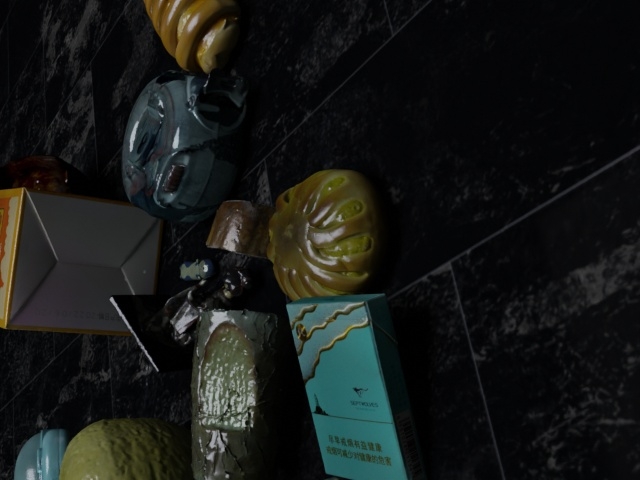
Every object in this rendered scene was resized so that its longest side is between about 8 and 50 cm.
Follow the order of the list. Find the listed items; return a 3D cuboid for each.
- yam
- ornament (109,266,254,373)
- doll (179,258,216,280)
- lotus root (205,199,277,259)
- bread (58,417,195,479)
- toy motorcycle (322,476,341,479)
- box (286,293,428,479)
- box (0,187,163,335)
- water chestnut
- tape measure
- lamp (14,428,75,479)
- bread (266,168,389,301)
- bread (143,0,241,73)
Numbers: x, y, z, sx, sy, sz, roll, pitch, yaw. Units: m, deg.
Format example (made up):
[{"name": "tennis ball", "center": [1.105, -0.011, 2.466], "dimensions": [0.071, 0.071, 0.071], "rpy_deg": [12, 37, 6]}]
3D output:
[{"name": "yam", "center": [-0.115, 0.220, 1.200], "dimensions": [0.154, 0.154, 0.254], "rpy_deg": [2, 90, 55]}, {"name": "ornament", "center": [-0.190, 0.093, 1.349], "dimensions": [0.196, 0.166, 0.153], "rpy_deg": [-41, 71, 18]}, {"name": "doll", "center": [-0.219, 0.053, 1.476], "dimensions": [0.125, 0.027, 0.037], "rpy_deg": [-9, 83, 53]}, {"name": "lotus root", "center": [-0.105, -0.013, 1.248], "dimensions": [0.112, 0.122, 0.081], "rpy_deg": [0, 81, 63]}, {"name": "bread", "center": [-0.302, 0.438, 1.334], "dimensions": [0.321, 0.237, 0.320], "rpy_deg": [-22, 63, 54]}, {"name": "toy motorcycle", "center": [-0.023, 0.391, 1.066], "dimensions": [0.307, 0.108, 0.173], "rpy_deg": [-25, 44, 53]}, {"name": "box", "center": [0.042, 0.180, 1.016], "dimensions": [0.162, 0.041, 0.229], "rpy_deg": [-9, 95, 53]}, {"name": "box", "center": [-0.482, 0.044, 1.623], "dimensions": [0.214, 0.284, 0.259], "rpy_deg": [0, 83, 54]}, {"name": "water chestnut", "center": [-0.647, -0.031, 1.855], "dimensions": [0.350, 0.302, 0.350], "rpy_deg": [-8, 81, 57]}, {"name": "tape measure", "center": [-0.246, -0.170, 1.457], "dimensions": [0.256, 0.147, 0.274], "rpy_deg": [25, 102, 54]}, {"name": "lamp", "center": [-0.568, 0.497, 1.773], "dimensions": [0.284, 0.147, 0.209], "rpy_deg": [-41, 51, 43]}, {"name": "bread", "center": [0.000, 0.000, 1.117], "dimensions": [0.213, 0.105, 0.213], "rpy_deg": [-8, 79, 52]}, {"name": "bread", "center": [-0.242, -0.433, 1.525], "dimensions": [0.172, 0.121, 0.311], "rpy_deg": [-57, 43, 30]}]
